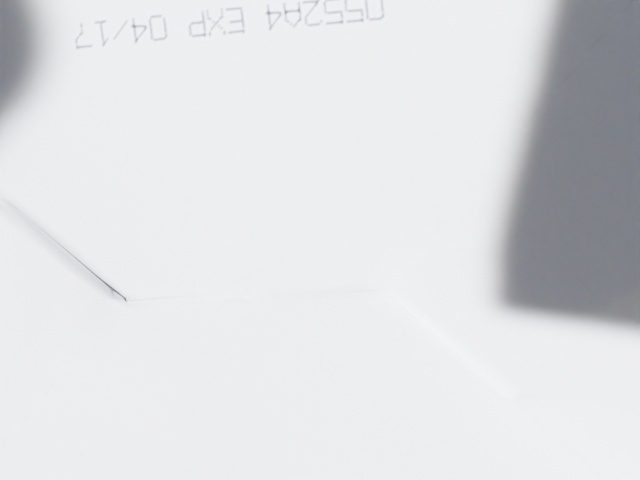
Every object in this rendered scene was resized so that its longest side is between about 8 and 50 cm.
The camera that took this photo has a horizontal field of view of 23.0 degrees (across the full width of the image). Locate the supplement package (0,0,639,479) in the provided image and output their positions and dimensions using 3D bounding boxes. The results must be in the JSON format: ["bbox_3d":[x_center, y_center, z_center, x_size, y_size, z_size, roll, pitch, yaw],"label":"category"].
[{"bbox_3d":[0.000,0.000,0.408,0.261,0.204,0.145,-3,10,14],"label":"supplement package"}]
